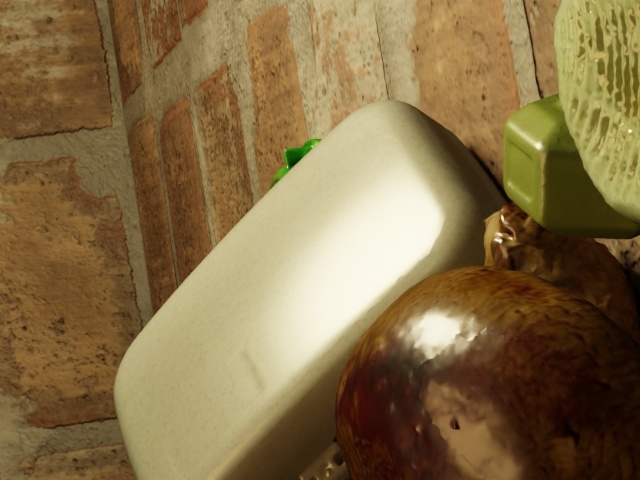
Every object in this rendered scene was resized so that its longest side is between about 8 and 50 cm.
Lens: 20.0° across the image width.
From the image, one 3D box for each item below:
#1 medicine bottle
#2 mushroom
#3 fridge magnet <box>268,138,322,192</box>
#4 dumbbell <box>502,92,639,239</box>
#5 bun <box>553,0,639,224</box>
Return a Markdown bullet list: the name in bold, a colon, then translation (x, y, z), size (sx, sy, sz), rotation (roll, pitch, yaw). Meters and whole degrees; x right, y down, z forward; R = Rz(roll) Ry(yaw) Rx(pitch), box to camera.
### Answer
- **medicine bottle**: translation (-0.008, 0.072, 1.470), size (0.375, 0.123, 0.282), rotation (-47, 34, 14)
- **mushroom**: translation (0.135, 0.164, 1.187), size (0.345, 0.239, 0.345), rotation (63, -172, -15)
- **fridge magnet**: translation (0.000, 0.000, 1.853), size (0.208, 0.088, 0.208), rotation (172, 90, -76)
- **dumbbell**: translation (0.168, -0.151, 1.077), size (0.121, 0.108, 0.302), rotation (-129, 34, -65)
- **bun**: translation (0.204, -0.101, 0.947), size (0.195, 0.118, 0.195), rotation (167, 90, -73)
